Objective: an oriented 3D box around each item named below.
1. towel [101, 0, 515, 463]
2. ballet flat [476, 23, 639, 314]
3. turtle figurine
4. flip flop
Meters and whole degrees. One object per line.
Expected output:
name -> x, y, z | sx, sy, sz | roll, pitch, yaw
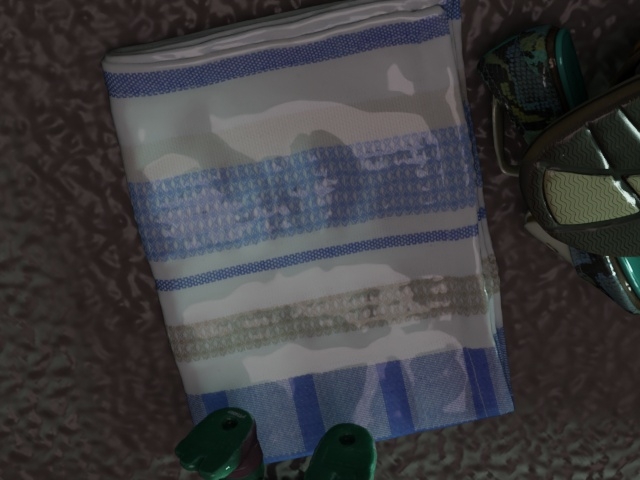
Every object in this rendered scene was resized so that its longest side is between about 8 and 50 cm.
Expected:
towel -> 0.000, 0.000, 0.875 | 0.209, 0.034, 0.285 | -11, 112, 1
ballet flat -> 0.141, -0.037, 0.864 | 0.070, 0.070, 0.188 | -21, 109, 4
turtle figurine -> -0.014, 0.209, 0.909 | 0.175, 0.118, 0.234 | -6, 126, 2
flip flop -> 0.218, -0.089, 0.819 | 0.277, 0.080, 0.112 | -36, 129, -16
